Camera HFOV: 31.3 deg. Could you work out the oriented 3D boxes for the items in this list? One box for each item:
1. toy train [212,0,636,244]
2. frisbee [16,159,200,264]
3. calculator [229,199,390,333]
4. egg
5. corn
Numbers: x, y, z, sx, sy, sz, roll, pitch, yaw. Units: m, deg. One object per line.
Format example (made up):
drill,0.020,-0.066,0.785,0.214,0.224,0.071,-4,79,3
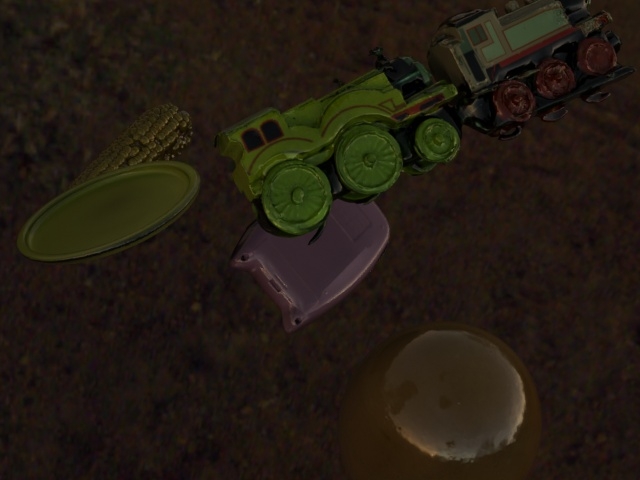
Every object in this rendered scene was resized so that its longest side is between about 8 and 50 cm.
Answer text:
toy train,0.065,-0.079,0.654,0.249,0.053,0.085,-26,90,-15
frisbee,-0.256,-0.035,1.393,0.235,0.017,0.236,-15,27,8
calculator,0.001,-0.001,1.803,0.194,0.043,0.294,50,55,-7
egg,0.177,0.288,1.746,0.301,0.374,0.301,6,52,-8
corn,-0.313,-0.118,1.837,0.097,0.097,0.320,29,53,14
